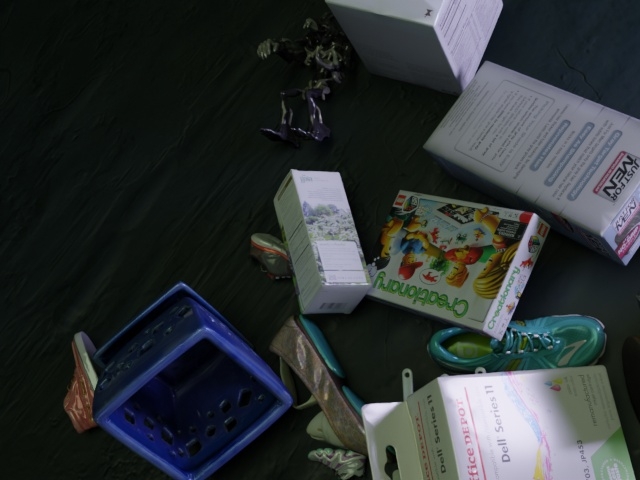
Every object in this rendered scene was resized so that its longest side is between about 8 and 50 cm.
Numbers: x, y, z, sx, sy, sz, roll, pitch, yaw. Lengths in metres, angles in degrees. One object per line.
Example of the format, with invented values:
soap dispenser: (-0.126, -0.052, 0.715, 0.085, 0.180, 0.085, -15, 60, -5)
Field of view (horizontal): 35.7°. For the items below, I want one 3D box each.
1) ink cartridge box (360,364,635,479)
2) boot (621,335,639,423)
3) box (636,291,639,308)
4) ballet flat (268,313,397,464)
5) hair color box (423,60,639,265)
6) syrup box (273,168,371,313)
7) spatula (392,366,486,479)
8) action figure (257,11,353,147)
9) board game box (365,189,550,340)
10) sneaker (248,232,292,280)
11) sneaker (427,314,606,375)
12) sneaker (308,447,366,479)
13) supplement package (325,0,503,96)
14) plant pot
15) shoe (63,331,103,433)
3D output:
ink cartridge box: (0.251, 0.298, 1.402, 0.353, 0.119, 0.207, -2, 67, -21)
boot: (0.545, 0.266, 1.436, 0.115, 0.112, 0.305, -21, 68, -11)
box: (0.551, 0.112, 1.387, 0.142, 0.247, 0.163, -45, 63, 2)
ballet flat: (0.012, 0.261, 1.619, 0.106, 0.107, 0.316, -41, 53, 8)
hair color box: (0.362, -0.130, 1.556, 0.374, 0.113, 0.185, 34, 86, 44)
syrup box: (0.000, 0.000, 1.675, 0.093, 0.096, 0.237, 1, 55, -26)
spatula: (0.192, 0.318, 1.544, 0.168, 0.019, 0.242, -3, 88, 25)
action figure: (-0.020, -0.314, 1.797, 0.164, 0.141, 0.275, 5, 76, 33)
board game box: (0.201, 0.031, 1.577, 0.305, 0.053, 0.193, 14, 76, 52)
sneaker: (-0.061, 0.045, 1.747, 0.158, 0.061, 0.065, 30, 111, 26)
sneaker: (0.301, 0.166, 1.536, 0.275, 0.110, 0.107, -8, 70, 17)
sneaker: (0.026, 0.372, 1.606, 0.098, 0.038, 0.069, -6, 70, 18)
supplement package: (0.168, -0.405, 1.688, 0.199, 0.263, 0.198, 19, 80, 24)
plant pot: (-0.223, 0.222, 1.628, 0.236, 0.236, 0.212, -41, 32, 4)
shoe: (-0.432, 0.257, 1.795, 0.081, 0.063, 0.178, -28, 70, 4)
